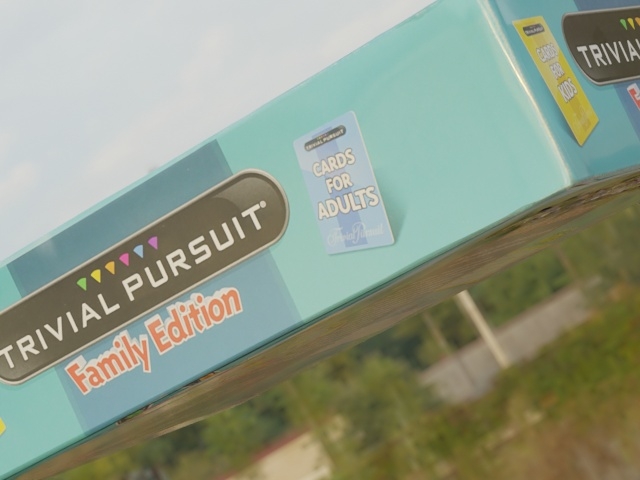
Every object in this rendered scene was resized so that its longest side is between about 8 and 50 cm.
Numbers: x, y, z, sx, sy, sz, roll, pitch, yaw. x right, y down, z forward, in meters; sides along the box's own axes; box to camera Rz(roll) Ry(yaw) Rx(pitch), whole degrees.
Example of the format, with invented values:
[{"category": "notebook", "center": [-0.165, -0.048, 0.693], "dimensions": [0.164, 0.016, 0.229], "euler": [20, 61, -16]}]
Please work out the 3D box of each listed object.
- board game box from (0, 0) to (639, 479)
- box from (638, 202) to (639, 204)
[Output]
[{"category": "board game box", "center": [0.000, 0.000, 0.821], "dimensions": [0.336, 0.079, 0.254], "euler": [-29, -7, 30]}, {"category": "box", "center": [0.222, -0.143, 1.104], "dimensions": [0.168, 0.167, 0.203], "euler": [-28, -33, -40]}]
